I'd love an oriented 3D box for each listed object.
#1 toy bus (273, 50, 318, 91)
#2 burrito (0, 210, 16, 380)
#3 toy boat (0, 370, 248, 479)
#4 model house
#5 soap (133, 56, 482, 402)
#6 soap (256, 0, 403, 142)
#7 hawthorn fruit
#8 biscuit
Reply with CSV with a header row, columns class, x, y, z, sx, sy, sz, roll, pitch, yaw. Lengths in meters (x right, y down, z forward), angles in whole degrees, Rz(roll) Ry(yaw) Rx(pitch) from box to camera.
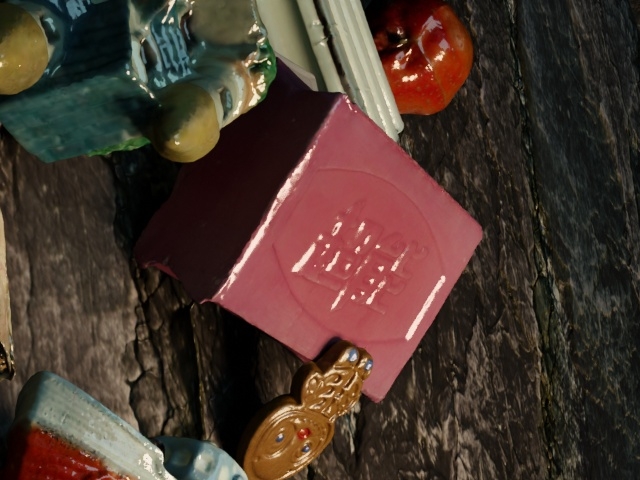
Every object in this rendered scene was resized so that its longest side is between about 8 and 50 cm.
class,x,y,z,sx,sy,sz,roll,pitch,yaw
toy bus,-0.098,-0.155,1.488,0.268,0.106,0.092,23,58,-60
burrito,-0.258,0.035,1.157,0.055,0.041,0.149,2,80,-78
toy boat,-0.146,0.197,1.207,0.332,0.145,0.133,54,47,-51
model house,-0.170,-0.175,1.162,0.325,0.194,0.267,-67,143,-71
soap,0.000,0.000,1.516,0.233,0.128,0.359,-58,145,-3
soap,0.004,-0.212,1.750,0.150,0.094,0.261,-60,134,-61
hawthorn fruit,0.107,-0.235,1.877,0.194,0.157,0.157,18,64,-79
biscuit,-0.015,0.175,1.508,0.026,0.175,0.124,43,7,34
